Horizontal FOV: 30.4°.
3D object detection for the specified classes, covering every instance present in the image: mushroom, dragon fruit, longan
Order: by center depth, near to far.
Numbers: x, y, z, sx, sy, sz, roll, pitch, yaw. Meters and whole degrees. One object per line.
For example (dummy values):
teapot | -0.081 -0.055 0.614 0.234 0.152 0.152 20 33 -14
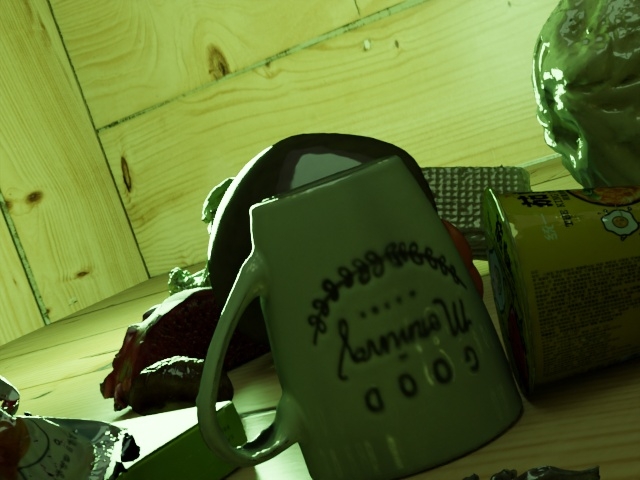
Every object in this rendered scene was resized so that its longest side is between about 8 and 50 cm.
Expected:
mushroom | -0.158 0.172 1.335 0.126 0.084 0.109 -12 7 26
longan | 0.000 0.000 1.520 0.288 0.288 0.350 -23 1 -37
dragon fruit | -0.212 0.141 1.652 0.274 0.126 0.161 -22 6 -37

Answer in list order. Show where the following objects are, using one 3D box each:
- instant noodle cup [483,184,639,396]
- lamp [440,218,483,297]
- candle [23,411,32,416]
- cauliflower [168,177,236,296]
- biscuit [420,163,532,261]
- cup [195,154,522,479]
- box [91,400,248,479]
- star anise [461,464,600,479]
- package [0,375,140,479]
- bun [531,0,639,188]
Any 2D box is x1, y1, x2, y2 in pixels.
instant noodle cup | 0.225 0.031 0.993 0.144 0.182 0.182 -10 5 0
lamp | 0.078 0.054 1.164 0.164 0.187 0.188 -12 8 42
candle | -0.525 0.295 1.567 0.302 0.059 0.084 -22 15 -30
cauliflower | -0.093 0.016 1.865 0.275 0.250 0.272 -30 9 -41
biscuit | 0.098 -0.038 1.729 0.426 0.144 0.078 -1 -34 8
cup | 0.008 0.073 0.959 0.258 0.234 0.186 -23 5 -18
box | -0.217 0.226 1.104 0.261 0.062 0.175 -16 6 36
star anise | 0.099 0.157 0.661 0.129 0.056 0.124 -22 16 2
package | -0.260 0.199 0.902 0.194 0.071 0.269 14 34 10
bun | 0.408 -0.171 1.559 0.211 0.359 0.360 -32 7 -9
